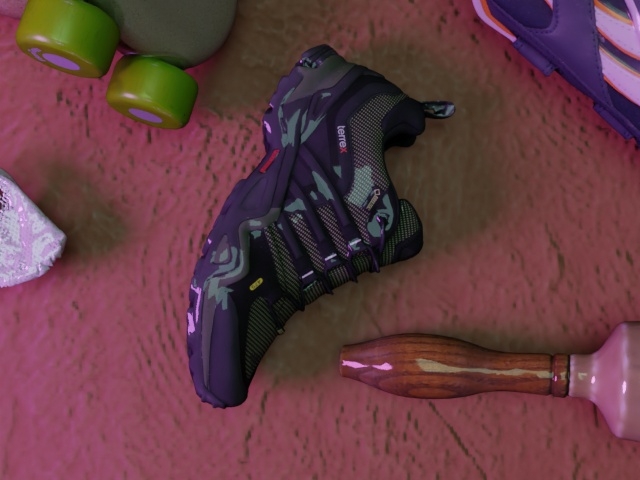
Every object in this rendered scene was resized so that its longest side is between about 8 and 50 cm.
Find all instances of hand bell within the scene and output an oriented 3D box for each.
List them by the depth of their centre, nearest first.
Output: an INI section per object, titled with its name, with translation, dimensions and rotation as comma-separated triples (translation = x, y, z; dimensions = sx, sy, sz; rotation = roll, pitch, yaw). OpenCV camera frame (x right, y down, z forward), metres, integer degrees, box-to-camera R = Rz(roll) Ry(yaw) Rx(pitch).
[hand bell]
translation = 0.131, 0.078, 0.573
dimensions = 0.242, 0.126, 0.126
rotation = 3, 84, 13

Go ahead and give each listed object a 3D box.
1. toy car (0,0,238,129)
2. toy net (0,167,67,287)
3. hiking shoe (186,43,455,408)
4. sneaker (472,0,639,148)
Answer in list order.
[toy car]
translation = -0.157, -0.169, 0.591
dimensions = 0.188, 0.149, 0.155
rotation = 11, 79, 30
[toy net]
translation = -0.262, -0.037, 0.600
dimensions = 0.232, 0.045, 0.122
rotation = 15, 82, 0
[hiking shoe]
translation = 0.000, 0.000, 0.573
dimensions = 0.114, 0.086, 0.226
rotation = 21, 84, 5
[sneaker]
translation = 0.184, -0.144, 0.579
dimensions = 0.126, 0.127, 0.321
rotation = -47, 112, -26
